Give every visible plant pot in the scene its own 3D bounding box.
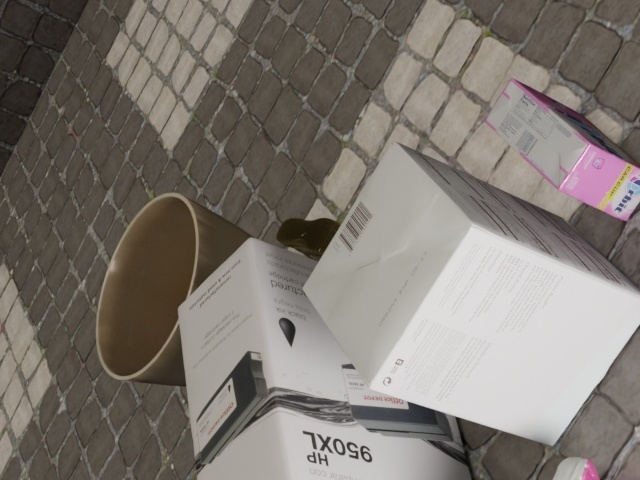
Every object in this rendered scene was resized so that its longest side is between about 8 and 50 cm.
[{"bbox_3d":[-0.123,0.096,1.803,0.256,0.274,0.256,-31,49,44],"label":"plant pot"}]

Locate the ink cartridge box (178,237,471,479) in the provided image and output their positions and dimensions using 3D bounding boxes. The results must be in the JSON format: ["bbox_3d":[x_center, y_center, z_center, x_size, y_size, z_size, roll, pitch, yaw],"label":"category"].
[{"bbox_3d":[0.011,0.227,1.523,0.166,0.286,0.394,-44,41,33],"label":"ink cartridge box"}]

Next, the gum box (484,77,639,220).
[{"bbox_3d":[0.274,-0.106,1.485,0.062,0.107,0.188,-58,34,17],"label":"gum box"}]

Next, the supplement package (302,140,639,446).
[{"bbox_3d":[0.164,0.059,1.411,0.199,0.263,0.198,-59,33,16],"label":"supplement package"}]

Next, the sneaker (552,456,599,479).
[{"bbox_3d":[0.195,0.313,1.301,0.111,0.103,0.252,11,51,38],"label":"sneaker"}]

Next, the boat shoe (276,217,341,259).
[{"bbox_3d":[-0.001,0.002,1.899,0.153,0.048,0.056,6,65,50],"label":"boat shoe"}]
